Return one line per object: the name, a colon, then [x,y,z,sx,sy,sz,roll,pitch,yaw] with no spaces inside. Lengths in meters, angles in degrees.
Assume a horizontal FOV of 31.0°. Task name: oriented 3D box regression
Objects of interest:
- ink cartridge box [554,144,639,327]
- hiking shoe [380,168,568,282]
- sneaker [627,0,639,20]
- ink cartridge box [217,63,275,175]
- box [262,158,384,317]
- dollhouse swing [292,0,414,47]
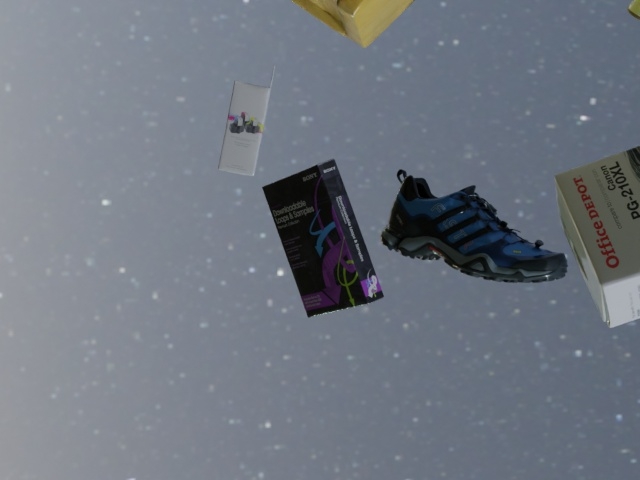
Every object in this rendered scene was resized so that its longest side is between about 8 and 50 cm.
ink cartridge box: [0.412,-0.025,1.342,0.100,0.237,0.172,62,11,-53]
hiking shoe: [0.237,-0.017,1.779,0.304,0.113,0.132,15,-82,23]
sneaker: [0.390,-0.303,1.276,0.086,0.064,0.192,-64,176,35]
ink cartridge box: [-0.119,-0.197,1.867,0.104,0.062,0.181,-144,-115,-86]
box: [0.000,0.000,1.283,0.116,0.029,0.162,-18,-89,53]
dollhouse swing: [-0.018,-0.462,1.388,0.347,0.315,0.305,36,-25,15]
